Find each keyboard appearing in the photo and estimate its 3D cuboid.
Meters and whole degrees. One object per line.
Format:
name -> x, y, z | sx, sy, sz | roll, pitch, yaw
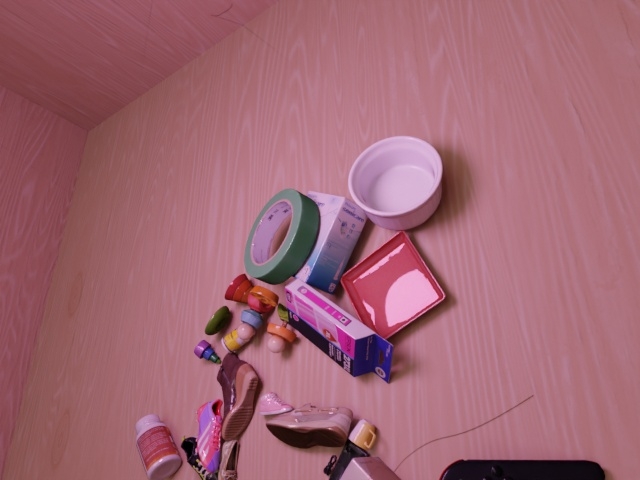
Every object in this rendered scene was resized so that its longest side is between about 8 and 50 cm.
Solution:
keyboard -> 0.060, 0.650, 1.220 | 0.108, 0.023, 0.180 | 24, 86, 35

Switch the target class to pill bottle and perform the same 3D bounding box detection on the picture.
pill bottle -> -0.295, 0.350, 1.585 | 0.116, 0.065, 0.065 | -35, 52, 3
pill bottle -> -0.609, 0.759, 1.620 | 0.121, 0.121, 0.216 | -53, 49, 7

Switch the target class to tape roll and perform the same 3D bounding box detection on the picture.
tape roll -> -0.136, -0.015, 1.459 | 0.321, 0.077, 0.322 | -35, 41, 38

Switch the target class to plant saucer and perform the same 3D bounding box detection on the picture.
plant saucer -> 0.212, 0.143, 1.303 | 0.259, 0.047, 0.259 | -40, 52, 18

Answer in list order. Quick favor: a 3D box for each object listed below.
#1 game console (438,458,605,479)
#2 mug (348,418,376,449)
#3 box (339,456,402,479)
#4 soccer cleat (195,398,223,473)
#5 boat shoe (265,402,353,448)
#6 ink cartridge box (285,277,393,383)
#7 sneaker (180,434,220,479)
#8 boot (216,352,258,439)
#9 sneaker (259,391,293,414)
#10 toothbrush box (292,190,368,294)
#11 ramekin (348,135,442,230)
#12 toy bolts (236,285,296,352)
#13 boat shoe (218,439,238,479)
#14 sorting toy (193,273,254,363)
game console -> 0.410, 0.636, 0.839 | 0.341, 0.060, 0.387 | -3, 67, 7
mug -> 0.124, 0.532, 1.199 | 0.078, 0.062, 0.064 | 23, 77, 35
box -> 0.185, 0.671, 1.034 | 0.311, 0.148, 0.121 | 32, 90, 40
soccer cleat -> -0.367, 0.656, 1.486 | 0.095, 0.083, 0.248 | -33, 37, 4
boat shoe -> -0.034, 0.542, 1.297 | 0.302, 0.109, 0.098 | -19, 24, 38
ink cartridge box -> 0.043, 0.270, 1.272 | 0.370, 0.176, 0.069 | 29, 48, 33
sneaker -> -0.410, 0.761, 1.481 | 0.234, 0.097, 0.084 | 37, 95, 41
boot -> -0.310, 0.537, 1.531 | 0.206, 0.090, 0.249 | 16, 82, 53
sneaker -> -0.146, 0.523, 1.411 | 0.134, 0.050, 0.070 | -19, 66, 35
toothbrush box -> 0.000, 0.000, 1.450 | 0.216, 0.126, 0.296 | 21, 83, 54
ramekin -> 0.234, -0.165, 1.323 | 0.276, 0.135, 0.278 | -10, 61, 18
toy bolts -> -0.205, 0.265, 1.470 | 0.228, 0.218, 0.159 | 2, 59, 46
boat shoe -> -0.296, 0.738, 1.434 | 0.048, 0.056, 0.153 | -22, 52, 34
sorting toy -> -0.335, 0.308, 1.639 | 0.126, 0.127, 0.366 | 32, 95, 12
